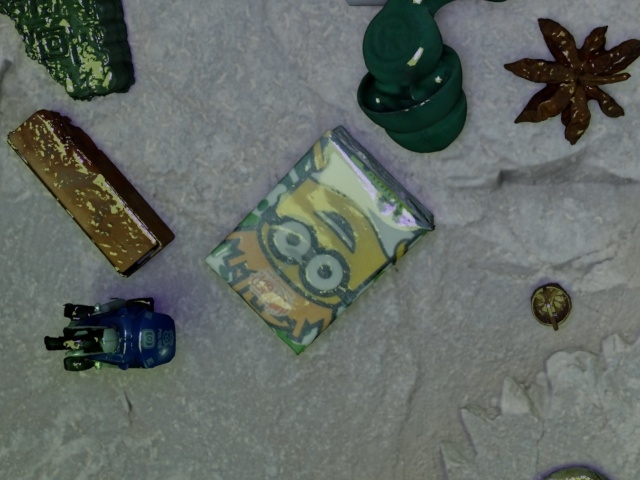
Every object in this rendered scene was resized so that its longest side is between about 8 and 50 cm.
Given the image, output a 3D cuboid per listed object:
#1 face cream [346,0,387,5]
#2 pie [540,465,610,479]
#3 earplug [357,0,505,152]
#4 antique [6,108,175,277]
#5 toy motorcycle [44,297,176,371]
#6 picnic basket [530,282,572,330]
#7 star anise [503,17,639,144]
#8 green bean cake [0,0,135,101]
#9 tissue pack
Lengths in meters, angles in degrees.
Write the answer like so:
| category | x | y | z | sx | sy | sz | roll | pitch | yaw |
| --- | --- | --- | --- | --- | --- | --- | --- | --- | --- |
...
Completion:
| category | x | y | z | sx | sy | sz | roll | pitch | yaw |
| --- | --- | --- | --- | --- | --- | --- | --- | --- | --- |
| face cream | 0.136 | -0.405 | 1.717 | 0.198 | 0.057 | 0.084 | -5 | 107 | 12 |
| pie | 0.432 | 0.466 | 1.878 | 0.187 | 0.041 | 0.187 | 2 | 103 | 10 |
| earplug | 0.169 | -0.268 | 1.695 | 0.257 | 0.164 | 0.280 | -34 | 129 | -15 |
| antique | -0.386 | -0.087 | 1.871 | 0.093 | 0.087 | 0.310 | -40 | 93 | 14 |
| toy motorcycle | -0.323 | 0.155 | 1.794 | 0.196 | 0.331 | 0.125 | 0 | 87 | -1 |
| picnic basket | 0.369 | 0.107 | 1.782 | 0.072 | 0.083 | 0.072 | 2 | 103 | 11 |
| star anise | 0.382 | -0.247 | 1.692 | 0.196 | 0.111 | 0.212 | 38 | 113 | 7 |
| green bean cake | -0.416 | -0.324 | 1.812 | 0.193 | 0.107 | 0.208 | -8 | 103 | 11 |
| tissue pack | 0.000 | 0.000 | 1.800 | 0.228 | 0.128 | 0.311 | 45 | 106 | 0 |
